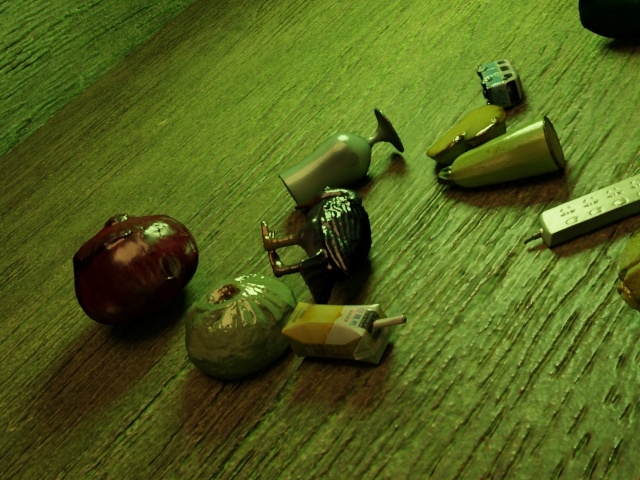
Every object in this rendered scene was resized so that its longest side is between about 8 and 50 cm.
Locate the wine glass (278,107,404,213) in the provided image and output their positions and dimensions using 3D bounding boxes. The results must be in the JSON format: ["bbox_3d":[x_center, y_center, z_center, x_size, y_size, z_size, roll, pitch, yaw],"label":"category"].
[{"bbox_3d":[0.038,-0.149,1.596,0.231,0.103,0.103,-34,31,-1],"label":"wine glass"}]

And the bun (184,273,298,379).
[{"bbox_3d":[-0.133,0.123,1.318,0.195,0.118,0.195,-23,31,15],"label":"bun"}]

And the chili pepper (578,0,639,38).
[{"bbox_3d":[0.603,-0.512,1.567,0.256,0.249,0.233,-11,7,36],"label":"chili pepper"}]

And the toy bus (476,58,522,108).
[{"bbox_3d":[0.348,-0.301,1.612,0.075,0.060,0.123,-17,30,12],"label":"toy bus"}]

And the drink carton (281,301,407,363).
[{"bbox_3d":[0.047,0.131,1.202,0.200,0.074,0.084,-1,40,36],"label":"drink carton"}]

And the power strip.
[{"bbox_3d":[0.414,-0.048,1.218,0.252,0.027,0.060,-22,31,10],"label":"power strip"}]

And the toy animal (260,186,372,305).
[{"bbox_3d":[0.000,0.000,1.377,0.185,0.122,0.298,-16,25,-2],"label":"toy animal"}]

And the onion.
[{"bbox_3d":[-0.340,0.043,1.528,0.246,0.190,0.246,-24,13,6],"label":"onion"}]

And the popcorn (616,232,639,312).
[{"bbox_3d":[0.418,0.044,1.017,0.106,0.116,0.121,-50,57,14],"label":"popcorn"}]

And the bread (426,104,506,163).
[{"bbox_3d":[0.266,-0.176,1.483,0.149,0.065,0.188,-35,14,1],"label":"bread"}]

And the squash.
[{"bbox_3d":[0.292,-0.131,1.400,0.224,0.094,0.094,-17,32,33],"label":"squash"}]
